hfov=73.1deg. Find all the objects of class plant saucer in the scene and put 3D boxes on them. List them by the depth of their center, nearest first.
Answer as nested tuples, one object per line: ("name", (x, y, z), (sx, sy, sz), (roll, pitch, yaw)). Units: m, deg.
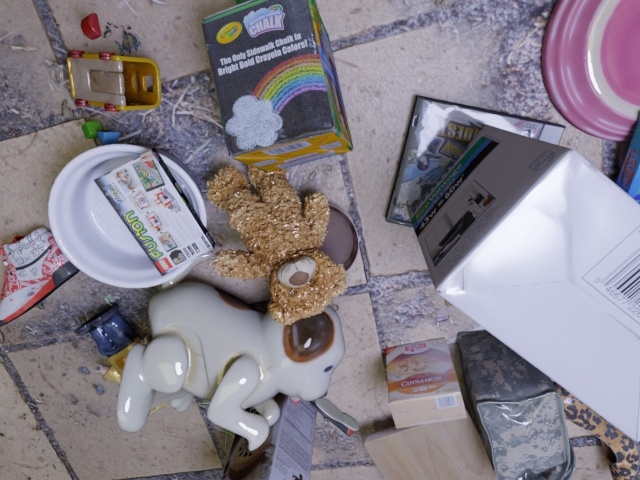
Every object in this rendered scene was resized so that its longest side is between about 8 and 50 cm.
("plant saucer", (0.549, -0.327, 0.704), (0.331, 0.084, 0.333), (2, 110, 6))
("plant saucer", (0.000, 0.000, 0.906), (0.168, 0.029, 0.169), (4, 107, 14))

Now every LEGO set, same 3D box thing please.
("LEGO set", (-0.375, -0.387, 0.829), (0.083, 0.023, 0.054), (46, 107, 3))

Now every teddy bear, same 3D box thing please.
("teddy bear", (-0.084, -0.019, 0.802), (0.244, 0.338, 0.113), (-3, 155, -19))

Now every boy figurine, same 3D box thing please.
("boy figurine", (-0.475, 0.303, 1.063), (0.177, 0.092, 0.285), (-25, 103, 12))

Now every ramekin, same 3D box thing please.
("ramekin", (-0.363, -0.057, 0.858), (0.276, 0.135, 0.278), (-3, 109, -8))

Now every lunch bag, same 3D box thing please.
("lunch bag", (0.405, 0.361, 0.899), (0.168, 0.235, 0.287), (-14, 109, 14))

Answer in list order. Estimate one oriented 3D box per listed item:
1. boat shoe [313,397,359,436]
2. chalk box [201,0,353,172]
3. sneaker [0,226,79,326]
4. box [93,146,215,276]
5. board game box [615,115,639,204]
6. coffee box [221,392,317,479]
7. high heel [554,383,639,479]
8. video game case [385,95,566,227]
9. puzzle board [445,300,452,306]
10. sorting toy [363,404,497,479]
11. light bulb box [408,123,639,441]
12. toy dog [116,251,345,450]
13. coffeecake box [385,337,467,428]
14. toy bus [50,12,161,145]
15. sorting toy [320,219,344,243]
("boat shoe", (0.033, 0.444, 1.079), (0.137, 0.049, 0.043), (37, 113, -13))
("chalk box", (-0.069, -0.283, 0.726), (0.180, 0.179, 0.289), (-11, 88, 12))
("sneaker", (-0.696, 0.080, 1.007), (0.270, 0.090, 0.145), (-34, 102, 14))
("box", (-0.294, -0.049, 0.781), (0.114, 0.036, 0.207), (-27, 111, 0))
("board game box", (0.615, -0.133, 0.743), (0.159, 0.047, 0.210), (-8, 136, 10))
("coffee box", (-0.115, 0.488, 0.977), (0.168, 0.297, 0.119), (-37, 106, 17))
("high heel", (0.601, 0.444, 0.977), (0.186, 0.093, 0.262), (-8, 93, 3))
("video game case", (0.289, -0.126, 0.837), (0.274, 0.035, 0.249), (12, 112, 2))
("puzzle board", (0.305, 0.075, 0.925), (0.096, 0.011, 0.128), (-15, 109, 11))
("sorting toy", (0.275, 0.518, 1.053), (0.255, 0.089, 0.257), (-25, 106, 15))
("light bulb box", (0.354, 0.026, 0.674), (0.357, 0.361, 0.225), (37, 109, -8))
("toy dog", (-0.149, 0.226, 0.925), (0.407, 0.285, 0.396), (-1, 71, 8))
("coffeecake box", (0.218, 0.299, 0.925), (0.142, 0.185, 0.068), (-14, 109, 11))
("toy bus", (-0.391, -0.300, 0.815), (0.191, 0.104, 0.202), (-36, 83, 38))
("sorting toy", (0.014, -0.023, 0.921), (0.062, 0.012, 0.083), (38, 111, -7))
